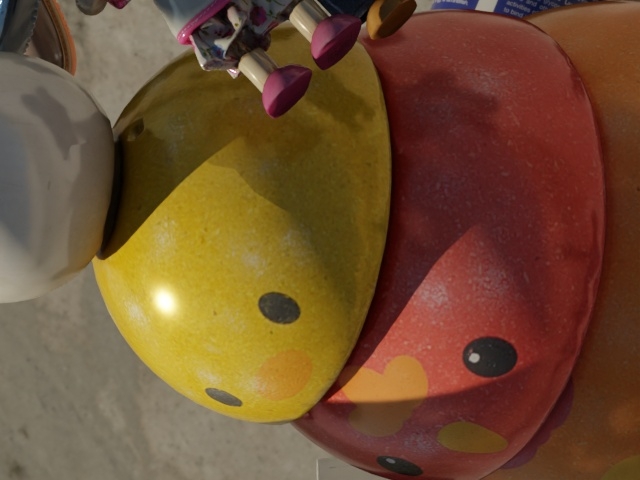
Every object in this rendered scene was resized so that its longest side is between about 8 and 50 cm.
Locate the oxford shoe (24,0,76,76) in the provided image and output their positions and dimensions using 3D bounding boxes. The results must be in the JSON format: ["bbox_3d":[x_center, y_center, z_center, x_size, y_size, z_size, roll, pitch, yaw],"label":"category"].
[{"bbox_3d":[-0.400,-0.277,1.097,0.364,0.133,0.130,46,119,-4],"label":"oxford shoe"}]

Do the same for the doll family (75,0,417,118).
[{"bbox_3d":[0.007,-0.182,0.471,0.263,0.118,0.163,-43,84,11],"label":"doll family"}]

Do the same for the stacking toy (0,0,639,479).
[{"bbox_3d":[0.000,0.000,0.587,0.350,0.480,0.351,-174,90,-67],"label":"stacking toy"}]

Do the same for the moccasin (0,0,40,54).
[{"bbox_3d":[-0.232,-0.298,0.889,0.137,0.117,0.342,41,130,26],"label":"moccasin"}]

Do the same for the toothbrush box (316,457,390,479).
[{"bbox_3d":[0.063,0.382,1.045,0.126,0.216,0.296,-4,102,0],"label":"toothbrush box"}]

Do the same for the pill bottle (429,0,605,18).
[{"bbox_3d":[0.192,-0.235,1.029,0.153,0.153,0.265,24,93,31],"label":"pill bottle"}]
